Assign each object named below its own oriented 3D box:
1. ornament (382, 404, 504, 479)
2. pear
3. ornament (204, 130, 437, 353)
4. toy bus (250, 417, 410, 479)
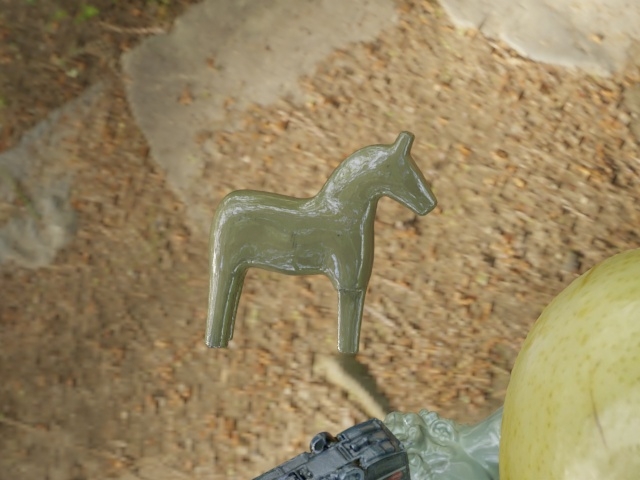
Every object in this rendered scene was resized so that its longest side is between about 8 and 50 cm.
[{"bbox_3d":[0.177,0.214,1.519,0.285,0.130,0.120,-14,106,13],"label":"ornament"},{"bbox_3d":[0.254,0.144,0.913,0.309,0.309,0.309,-4,81,29],"label":"pear"},{"bbox_3d":[0.000,0.000,1.532,0.230,0.061,0.244,7,101,7],"label":"ornament"},{"bbox_3d":[-0.017,0.182,1.014,0.166,0.065,0.047,-26,41,-18],"label":"toy bus"}]
